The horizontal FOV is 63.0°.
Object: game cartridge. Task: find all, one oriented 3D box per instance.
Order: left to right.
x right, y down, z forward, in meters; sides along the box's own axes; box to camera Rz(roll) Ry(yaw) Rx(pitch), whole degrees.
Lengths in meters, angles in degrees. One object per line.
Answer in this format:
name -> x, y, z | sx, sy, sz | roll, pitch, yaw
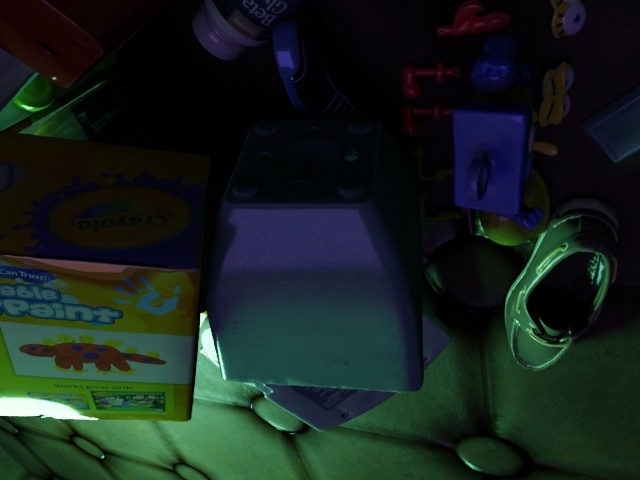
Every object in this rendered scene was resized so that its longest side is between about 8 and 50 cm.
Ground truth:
game cartridge -> 0.059, 0.198, 0.871 | 0.294, 0.060, 0.196 | -40, 116, 15

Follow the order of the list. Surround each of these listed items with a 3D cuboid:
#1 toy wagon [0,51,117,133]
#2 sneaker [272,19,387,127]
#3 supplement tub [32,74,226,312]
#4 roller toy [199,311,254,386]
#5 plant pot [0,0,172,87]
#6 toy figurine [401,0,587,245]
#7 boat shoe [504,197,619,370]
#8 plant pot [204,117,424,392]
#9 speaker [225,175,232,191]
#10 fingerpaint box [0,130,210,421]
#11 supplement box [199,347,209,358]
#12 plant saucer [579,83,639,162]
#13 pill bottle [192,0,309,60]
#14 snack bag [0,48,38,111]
toy wagon -> -0.428, -0.168, 0.681 | 0.267, 0.344, 0.068 | -9, 124, 32
sneaker -> 0.025, -0.169, 0.629 | 0.091, 0.081, 0.232 | -12, 142, 19
supplement tub -> -0.260, -0.056, 0.795 | 0.207, 0.207, 0.338 | -20, 117, 37
roller toy -> -0.118, 0.171, 0.965 | 0.191, 0.146, 0.209 | -10, 122, 32
plant pot -> -0.225, -0.291, 0.444 | 0.267, 0.235, 0.267 | 36, 163, -32
toy figurine -> 0.157, -0.089, 0.551 | 0.191, 0.217, 0.362 | 8, 131, 21
boat shoe -> 0.318, 0.087, 0.713 | 0.109, 0.091, 0.304 | 14, 133, 15
plant pot -> 0.000, 0.000, 0.613 | 0.247, 0.247, 0.252 | 1, 136, 9
speaker -> -0.073, -0.064, 0.803 | 0.136, 0.055, 0.055 | 31, 135, -1
fingerpaint box -> -0.362, 0.059, 0.596 | 0.445, 0.163, 0.371 | 5, 140, -11
supplement box -> -0.214, 0.217, 1.119 | 0.043, 0.055, 0.083 | 40, 134, -8
plant saucer -> 0.370, -0.150, 0.533 | 0.067, 0.018, 0.192 | 41, 135, -11
pill bottle -> -0.070, -0.279, 0.584 | 0.169, 0.094, 0.094 | -28, 112, 41
snack bag -> -0.430, -0.275, 0.608 | 0.343, 0.323, 0.037 | 18, 150, 11
